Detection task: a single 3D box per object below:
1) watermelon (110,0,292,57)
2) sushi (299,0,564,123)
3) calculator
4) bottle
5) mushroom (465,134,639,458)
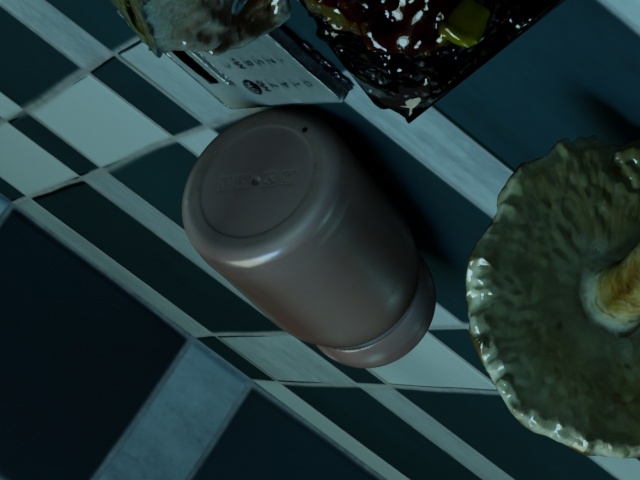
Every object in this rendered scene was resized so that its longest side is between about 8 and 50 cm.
[{"bbox_3d":[-0.112,-0.251,1.279,0.302,0.151,0.264,52,171,28],"label":"watermelon"},{"bbox_3d":[0.044,-0.184,1.204,0.172,0.153,0.150,53,-172,6],"label":"sushi"},{"bbox_3d":[-0.086,-0.177,1.792,0.161,0.021,0.261,40,165,-21],"label":"calculator"},{"bbox_3d":[0.000,0.000,1.923,0.297,0.173,0.206,45,-167,-50],"label":"bottle"},{"bbox_3d":[0.200,0.012,1.341,0.208,0.233,0.302,17,162,26],"label":"mushroom"}]
